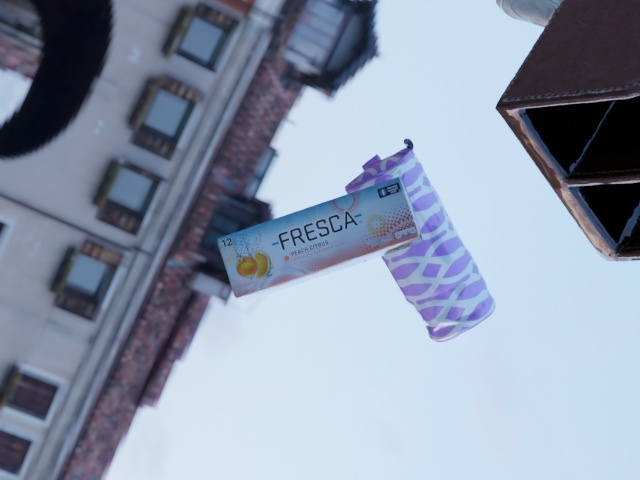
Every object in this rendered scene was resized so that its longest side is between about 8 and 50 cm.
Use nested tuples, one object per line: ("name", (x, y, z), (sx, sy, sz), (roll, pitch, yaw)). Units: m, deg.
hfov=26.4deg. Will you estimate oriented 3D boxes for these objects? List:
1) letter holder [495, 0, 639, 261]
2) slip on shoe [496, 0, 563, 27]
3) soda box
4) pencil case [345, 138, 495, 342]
("letter holder", (0.295, -0.147, 0.891), (0.214, 0.152, 0.302), (-2, -134, 49))
("slip on shoe", (0.279, -0.289, 1.714), (0.051, 0.135, 0.041), (-58, -137, 19))
("soda box", (0.000, 0.000, 1.276), (0.058, 0.183, 0.063), (39, 33, -81))
("pencil case", (0.101, 0.004, 1.402), (0.086, 0.206, 0.088), (-29, -171, -8))
